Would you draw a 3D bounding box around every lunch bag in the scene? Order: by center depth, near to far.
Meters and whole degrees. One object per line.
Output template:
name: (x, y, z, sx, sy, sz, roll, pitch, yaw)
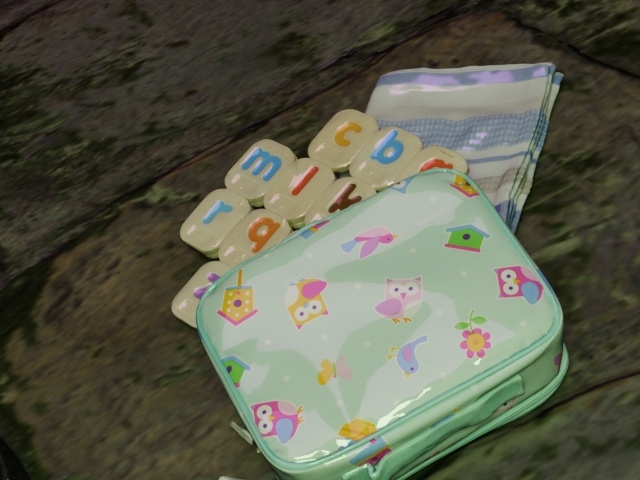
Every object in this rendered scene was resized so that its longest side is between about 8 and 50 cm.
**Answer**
lunch bag: (0.049, 0.086, 1.093, 0.279, 0.108, 0.224, -28, 57, -6)

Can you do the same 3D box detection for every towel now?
towel: (0.119, -0.085, 1.340, 0.209, 0.034, 0.285, 0, 43, 23)

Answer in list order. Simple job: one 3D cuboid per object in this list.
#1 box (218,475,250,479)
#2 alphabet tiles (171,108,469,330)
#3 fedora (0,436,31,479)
box: (-0.004, 0.269, 0.834, 0.181, 0.119, 0.182, 23, 92, 49)
alphabet tiles: (0.000, 0.000, 1.263, 0.284, 0.021, 0.278, 27, 70, 37)
fedora: (-0.389, 0.209, 1.060, 0.334, 0.334, 0.152, 38, 98, 46)
